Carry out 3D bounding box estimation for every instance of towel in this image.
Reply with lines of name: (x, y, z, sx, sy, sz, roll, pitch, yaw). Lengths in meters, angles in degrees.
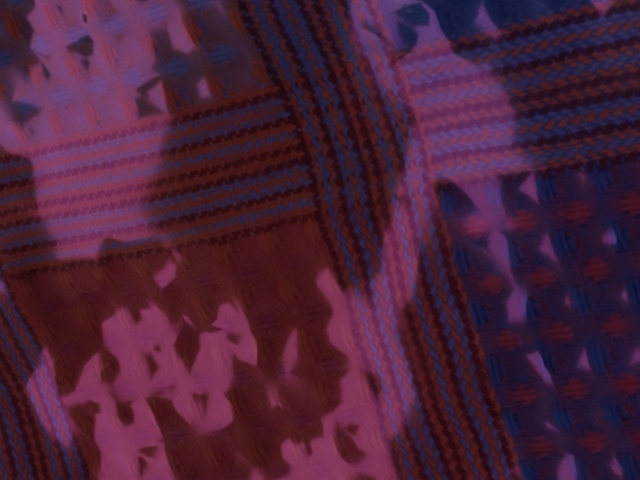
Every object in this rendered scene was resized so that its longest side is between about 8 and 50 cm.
towel: (-0.006, 0.018, 0.516, 0.040, 0.370, 0.271, -34, -72, -53)
